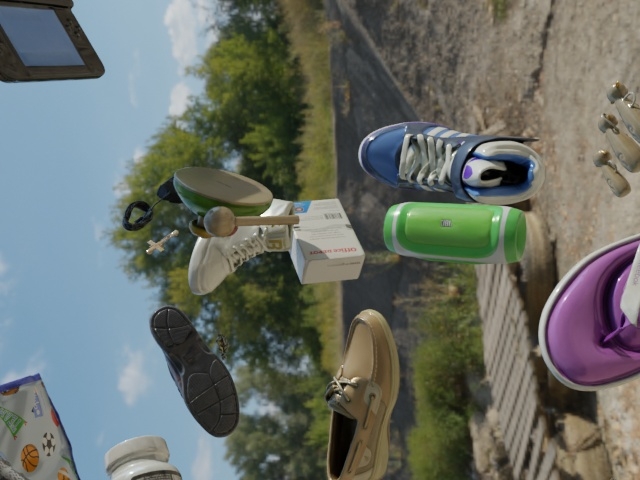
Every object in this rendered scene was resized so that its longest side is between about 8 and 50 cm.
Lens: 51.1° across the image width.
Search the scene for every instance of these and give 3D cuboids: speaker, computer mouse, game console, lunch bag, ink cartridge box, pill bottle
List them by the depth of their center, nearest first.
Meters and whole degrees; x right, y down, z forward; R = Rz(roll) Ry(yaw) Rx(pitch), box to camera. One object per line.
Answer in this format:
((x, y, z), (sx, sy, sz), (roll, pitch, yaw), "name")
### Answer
((-0.497, -0.441, 1.220), (0.250, 0.173, 0.293), (60, -155, -3), "game console")
((-0.636, 0.453, 1.232), (0.385, 0.238, 0.328), (-19, -94, -56), "lunch bag")
((-0.296, -0.068, 1.267), (0.242, 0.071, 0.041), (-48, -20, -55), "computer mouse")
((-0.342, 0.547, 1.337), (0.162, 0.162, 0.278), (85, 164, -53), "pill bottle")
((0.296, -0.018, 1.489), (0.131, 0.296, 0.131), (-14, -74, -60), "speaker")
((0.000, 0.000, 1.590), (0.086, 0.148, 0.203), (103, 155, -43), "ink cartridge box")

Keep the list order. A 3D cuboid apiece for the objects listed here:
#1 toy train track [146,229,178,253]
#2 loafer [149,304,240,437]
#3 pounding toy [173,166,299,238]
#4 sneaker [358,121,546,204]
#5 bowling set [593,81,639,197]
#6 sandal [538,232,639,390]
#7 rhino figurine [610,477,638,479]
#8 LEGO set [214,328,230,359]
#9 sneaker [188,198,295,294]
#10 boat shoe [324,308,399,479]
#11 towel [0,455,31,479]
((-0.343, 0.006, 1.461), (0.083, 0.048, 0.014), (-40, -37, -29), "toy train track")
((-0.263, 0.278, 1.413), (0.303, 0.109, 0.095), (57, 157, 14), "loafer")
((-0.173, -0.042, 1.210), (0.237, 0.182, 0.110), (40, 120, 48), "pounding toy")
((0.223, -0.138, 1.156), (0.236, 0.322, 0.130), (-50, -30, -81), "sneaker")
((0.721, -0.241, 1.471), (0.287, 0.199, 0.154), (76, 173, -63), "bowling set")
((0.468, 0.044, 0.873), (0.169, 0.416, 0.102), (58, 175, 17), "sandal")
((0.333, 0.350, 0.620), (0.073, 0.106, 0.243), (50, -138, -45), "rhino figurine")
((-0.172, 0.187, 1.195), (0.083, 0.023, 0.054), (-138, 32, -70), "LEGO set")
((-0.154, 0.005, 1.434), (0.108, 0.169, 0.293), (79, -152, -46), "sneaker")
((0.072, 0.305, 1.288), (0.121, 0.110, 0.341), (5, 94, 58), "boat shoe")
((-0.308, 0.212, 0.442), (0.235, 0.283, 0.121), (-57, -6, 18), "towel")
